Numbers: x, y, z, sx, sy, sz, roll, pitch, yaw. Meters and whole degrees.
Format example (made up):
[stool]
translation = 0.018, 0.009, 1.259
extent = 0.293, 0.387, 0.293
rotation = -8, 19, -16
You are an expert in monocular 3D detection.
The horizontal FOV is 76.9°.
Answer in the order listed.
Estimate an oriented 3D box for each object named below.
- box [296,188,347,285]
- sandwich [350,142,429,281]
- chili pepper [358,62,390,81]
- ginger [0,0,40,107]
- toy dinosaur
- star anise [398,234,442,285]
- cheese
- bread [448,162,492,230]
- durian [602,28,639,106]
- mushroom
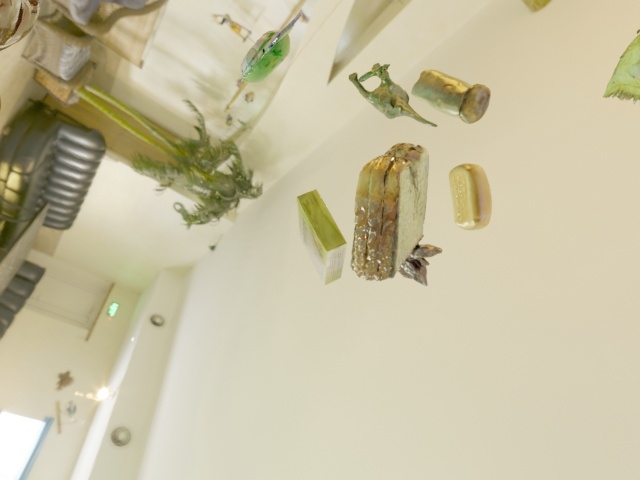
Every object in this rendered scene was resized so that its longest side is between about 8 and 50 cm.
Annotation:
[box]
translation = 0.001, 0.001, 1.115
extent = 0.175, 0.062, 0.260
rotation = 62, -11, 21
[sandwich]
translation = 0.160, -0.075, 0.873
extent = 0.273, 0.095, 0.249
rotation = -40, 136, -54
[chili pepper]
translation = 0.129, -0.404, 0.972
extent = 0.083, 0.027, 0.022
rotation = -14, -96, 32
[ginger]
translation = -0.394, -0.227, 0.390
extent = 0.254, 0.176, 0.418
rotation = -43, -125, 15
[toy dinosaur]
translation = 0.212, -0.371, 1.147
extent = 0.087, 0.301, 0.447
rotation = -43, -126, 13
[star anise]
translation = 0.243, 0.018, 1.151
extent = 0.089, 0.231, 0.209
rotation = -31, -165, -38
[cheese]
translation = -0.138, -0.528, 1.115
extent = 0.204, 0.083, 0.320
rotation = -50, -162, -14
[bread]
translation = 0.490, -0.142, 1.301
extent = 0.147, 0.098, 0.217
rotation = -164, -115, -70
[durian]
translation = 0.759, -0.444, 0.824
extent = 0.394, 0.198, 0.163
rotation = -57, -173, 25
[mushroom]
translation = 0.356, -0.403, 1.117
extent = 0.100, 0.081, 0.312
rotation = -57, -150, 18
